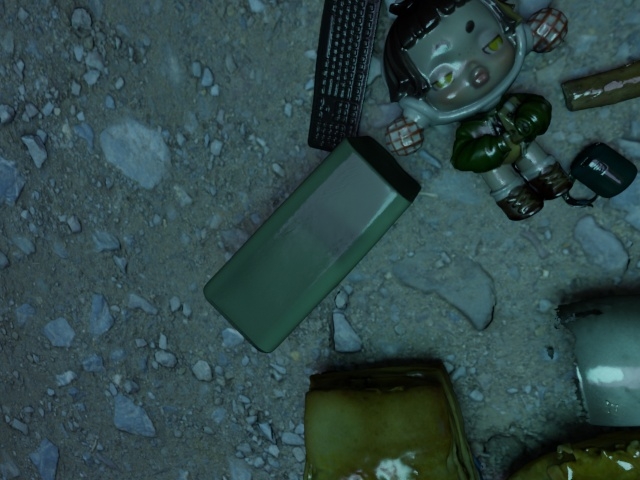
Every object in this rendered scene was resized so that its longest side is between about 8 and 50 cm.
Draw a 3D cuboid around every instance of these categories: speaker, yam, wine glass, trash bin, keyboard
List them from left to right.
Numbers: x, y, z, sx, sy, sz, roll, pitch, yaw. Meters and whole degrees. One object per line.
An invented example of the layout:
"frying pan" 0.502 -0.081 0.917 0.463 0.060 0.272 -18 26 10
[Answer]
"trash bin" 0.000 0.000 0.723 0.158 0.223 0.343 46 112 2
"keyboard" 0.047 -0.333 0.701 0.103 0.041 0.382 15 110 15
"speaker" 0.410 -0.095 0.641 0.075 0.060 0.094 39 149 5
"yam" 0.464 -0.227 0.581 0.241 0.057 0.057 -9 102 23
"wine glass" 0.517 0.152 0.597 0.356 0.190 0.191 -16 100 24

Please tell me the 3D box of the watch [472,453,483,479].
"watch" 0.231 0.517 0.823 0.210 0.211 0.193 -7 124 21

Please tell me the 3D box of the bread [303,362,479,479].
"bread" 0.099 0.377 0.715 0.313 0.370 0.192 -11 143 19

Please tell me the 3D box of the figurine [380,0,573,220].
"figurine" 0.224 -0.203 0.617 0.281 0.167 0.370 -37 100 10

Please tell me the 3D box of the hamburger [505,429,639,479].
"hamburger" 0.500 0.429 0.606 0.445 0.268 0.287 10 105 19
